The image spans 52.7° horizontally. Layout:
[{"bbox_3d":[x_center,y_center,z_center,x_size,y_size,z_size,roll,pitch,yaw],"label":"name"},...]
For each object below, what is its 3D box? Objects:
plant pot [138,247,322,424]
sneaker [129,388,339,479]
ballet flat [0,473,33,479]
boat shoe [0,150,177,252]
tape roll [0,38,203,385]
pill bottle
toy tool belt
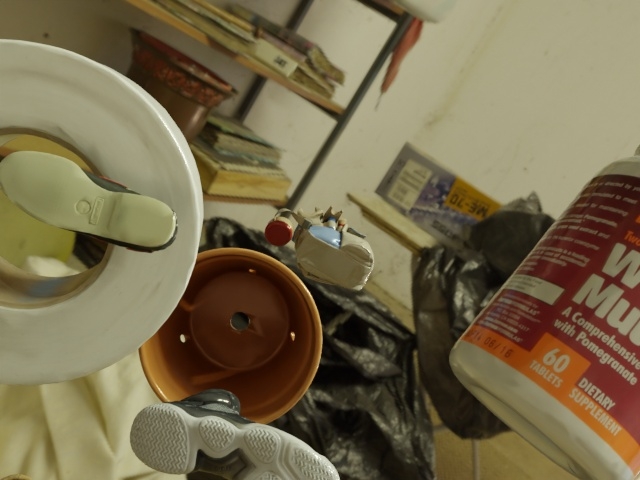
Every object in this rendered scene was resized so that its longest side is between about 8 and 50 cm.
[{"bbox_3d":[-0.146,0.155,1.112,0.291,0.291,0.203,31,0,-3],"label":"plant pot"},{"bbox_3d":[-0.100,0.264,0.846,0.268,0.101,0.153,18,2,3],"label":"sneaker"},{"bbox_3d":[-0.262,0.296,0.466,0.116,0.124,0.342,16,15,-13],"label":"ballet flat"},{"bbox_3d":[-0.168,-0.025,0.472,0.133,0.049,0.042,20,-11,-4],"label":"boat shoe"},{"bbox_3d":[-0.246,-0.025,0.563,0.286,0.286,0.100,29,6,-12],"label":"tape roll"},{"bbox_3d":[0.190,0.027,0.390,0.121,0.221,0.121,40,-7,6],"label":"pill bottle"},{"bbox_3d":[0.000,0.000,0.470,0.083,0.052,0.051,26,25,-10],"label":"toy tool belt"}]
